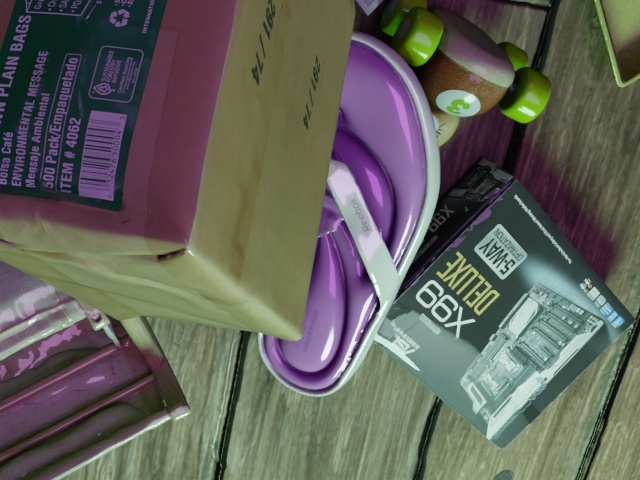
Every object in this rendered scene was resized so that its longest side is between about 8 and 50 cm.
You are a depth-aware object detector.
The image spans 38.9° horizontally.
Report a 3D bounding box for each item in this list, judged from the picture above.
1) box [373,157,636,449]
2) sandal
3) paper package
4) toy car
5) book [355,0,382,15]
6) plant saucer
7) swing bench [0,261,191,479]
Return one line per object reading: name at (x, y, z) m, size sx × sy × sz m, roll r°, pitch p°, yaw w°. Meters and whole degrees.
box at (0.209, 0.086, 1.098) m, size 0.242 × 0.076 × 0.307 m, roll -45°, pitch 123°, yaw 3°
sandal at (0.014, 0.004, 0.898) m, size 0.170 × 0.102 × 0.416 m, roll 18°, pitch 122°, yaw 16°
paper package at (-0.096, -0.114, 0.656) m, size 0.168 × 0.309 × 0.324 m, roll 6°, pitch 75°, yaw 13°
toy car at (0.107, -0.132, 0.920) m, size 0.155 × 0.149 × 0.188 m, roll 24°, pitch 116°, yaw -18°
book at (0.068, -0.303, 0.875) m, size 0.144 × 0.035 × 0.096 m, roll -44°, pitch 126°, yaw 2°
plant saucer at (0.371, -0.296, 0.999) m, size 0.188 × 0.045 × 0.188 m, roll -32°, pitch 123°, yaw -6°
swing bench at (-0.296, 0.100, 0.842) m, size 0.253 × 0.165 × 0.254 m, roll -27°, pitch 127°, yaw -10°
